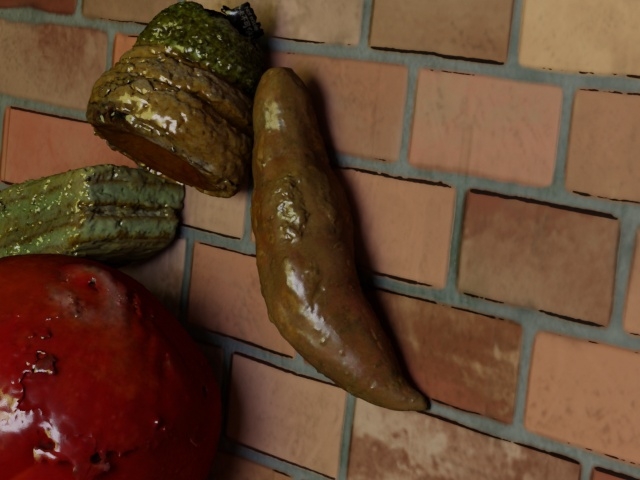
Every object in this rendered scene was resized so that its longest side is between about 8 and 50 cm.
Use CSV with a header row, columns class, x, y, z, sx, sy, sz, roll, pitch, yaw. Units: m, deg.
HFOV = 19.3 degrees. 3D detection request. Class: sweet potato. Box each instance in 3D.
class,x,y,z,sx,sy,sz,roll,pitch,yaw
sweet potato,-0.012,0.009,1.708,0.106,0.095,0.355,-22,72,4

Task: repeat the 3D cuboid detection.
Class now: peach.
class,x,y,z,sx,sy,sz,roll,pitch,yaw
peach,-0.278,0.182,1.824,0.370,0.370,0.370,-1,89,49

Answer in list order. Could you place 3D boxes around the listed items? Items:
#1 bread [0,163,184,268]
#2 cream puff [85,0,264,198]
class,x,y,z,sx,sy,sz,roll,pitch,yaw
bread,-0.242,-0.020,1.949,0.196,0.138,0.102,-12,85,48
cream puff,-0.118,-0.149,1.804,0.183,0.183,0.169,14,72,48
